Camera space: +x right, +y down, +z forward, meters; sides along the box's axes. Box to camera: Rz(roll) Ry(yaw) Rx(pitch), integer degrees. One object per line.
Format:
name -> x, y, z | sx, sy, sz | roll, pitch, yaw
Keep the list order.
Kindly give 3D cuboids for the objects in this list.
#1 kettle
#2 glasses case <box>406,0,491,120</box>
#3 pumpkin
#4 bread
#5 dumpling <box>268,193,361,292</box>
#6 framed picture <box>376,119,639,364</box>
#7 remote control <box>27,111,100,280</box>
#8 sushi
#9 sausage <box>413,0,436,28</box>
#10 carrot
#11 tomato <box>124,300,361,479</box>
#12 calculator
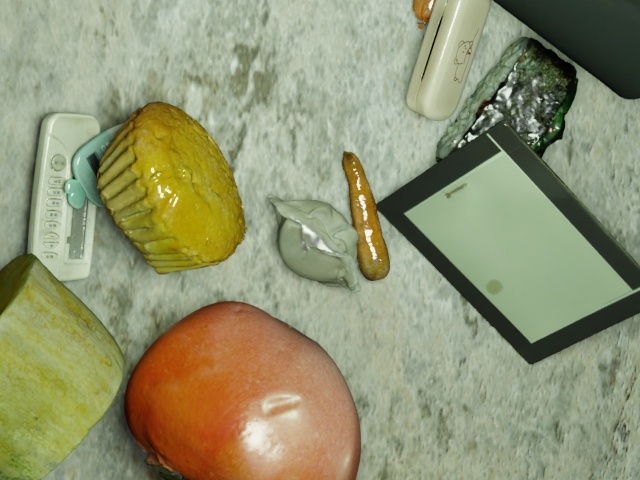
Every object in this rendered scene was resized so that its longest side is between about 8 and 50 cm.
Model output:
kettle -> 0.370, -0.380, 1.774 | 0.308, 0.203, 0.262 | 30, 90, -19
glasses case -> 0.178, -0.265, 1.830 | 0.083, 0.050, 0.196 | -6, 117, -51
pumpkin -> -0.400, 0.195, 1.695 | 0.199, 0.332, 0.332 | 38, 91, -14
bread -> -0.199, -0.069, 1.743 | 0.139, 0.240, 0.240 | -20, 101, 17
dumpling -> 0.000, 0.000, 1.829 | 0.108, 0.127, 0.188 | -42, 97, -14
framed picture -> 0.277, 0.013, 1.841 | 0.347, 0.016, 0.265 | 44, 134, -12
remote control -> -0.353, -0.060, 1.800 | 0.090, 0.049, 0.230 | 1, 98, -39
sushi -> 0.268, -0.169, 1.846 | 0.127, 0.124, 0.225 | 34, 92, -10
sausage -> 0.209, -0.457, 1.832 | 0.053, 0.053, 0.348 | 22, 95, -11
carrot -> 0.061, -0.035, 1.876 | 0.047, 0.047, 0.191 | -14, 98, -7
tomato -> -0.088, 0.235, 1.753 | 0.341, 0.341, 0.273 | 39, 77, -12
calculator -> -0.288, -0.101, 1.795 | 0.153, 0.021, 0.095 | -39, 122, -23
